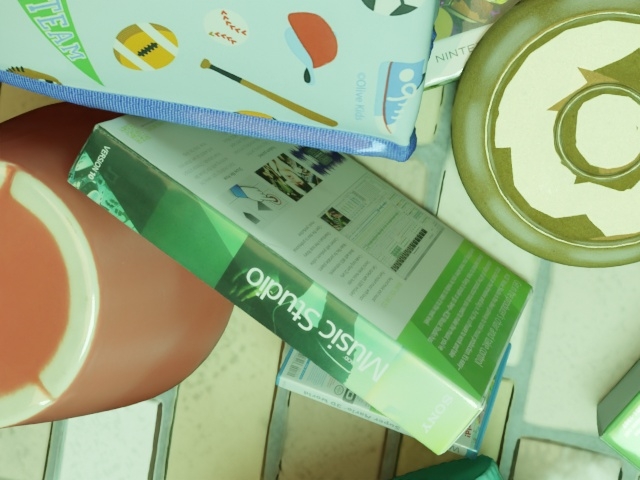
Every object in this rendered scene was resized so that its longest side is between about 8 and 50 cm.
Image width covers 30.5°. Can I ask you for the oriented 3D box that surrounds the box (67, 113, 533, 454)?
[{"bbox_3d":[0.000,0.000,0.884,0.322,0.232,0.058,35,115,6],"label":"box"}]

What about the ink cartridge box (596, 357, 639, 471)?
[{"bbox_3d":[0.350,0.154,0.906,0.219,0.092,0.160,40,101,4],"label":"ink cartridge box"}]

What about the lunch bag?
[{"bbox_3d":[-0.101,-0.261,0.778,0.385,0.239,0.328,7,130,6],"label":"lunch bag"}]

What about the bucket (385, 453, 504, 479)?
[{"bbox_3d":[0.056,0.294,0.892,0.281,0.281,0.183,-24,86,12],"label":"bucket"}]

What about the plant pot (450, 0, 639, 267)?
[{"bbox_3d":[0.220,-0.086,0.912,0.236,0.032,0.236,2,108,5],"label":"plant pot"}]

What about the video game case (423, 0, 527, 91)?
[{"bbox_3d":[0.119,-0.251,0.933,0.210,0.042,0.232,-16,93,10],"label":"video game case"}]

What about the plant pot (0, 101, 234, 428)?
[{"bbox_3d":[-0.223,0.025,0.922,0.275,0.243,0.275,1,96,11],"label":"plant pot"}]

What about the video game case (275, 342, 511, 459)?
[{"bbox_3d":[0.062,0.100,0.949,0.166,0.119,0.015,20,136,8],"label":"video game case"}]
